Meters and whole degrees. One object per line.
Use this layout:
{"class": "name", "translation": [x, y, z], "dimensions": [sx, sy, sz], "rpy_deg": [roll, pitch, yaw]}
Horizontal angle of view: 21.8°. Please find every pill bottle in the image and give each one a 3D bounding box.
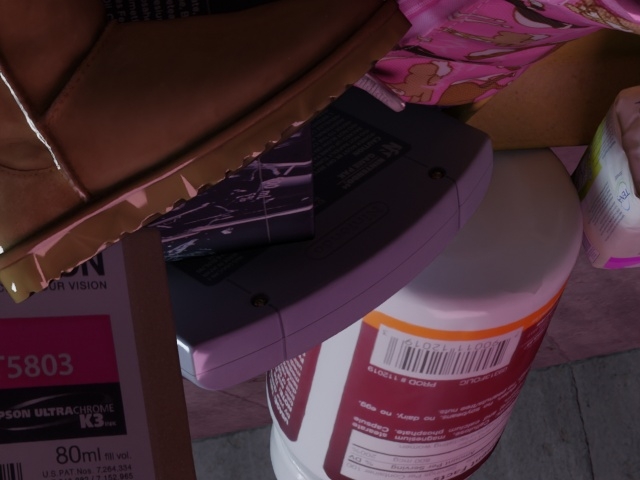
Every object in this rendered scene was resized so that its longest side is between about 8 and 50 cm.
{"class": "pill bottle", "translation": [0.073, 0.084, 1.442], "dimensions": [0.224, 0.224, 0.392], "rpy_deg": [-6, 143, -15]}

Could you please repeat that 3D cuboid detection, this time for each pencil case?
{"class": "pencil case", "translation": [0.098, -0.155, 0.798], "dimensions": [0.160, 0.167, 0.386], "rpy_deg": [9, 176, -12]}

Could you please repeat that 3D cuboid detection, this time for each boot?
{"class": "boot", "translation": [-0.125, -0.135, 0.731], "dimensions": [0.236, 0.269, 0.089], "rpy_deg": [-32, -171, 6]}

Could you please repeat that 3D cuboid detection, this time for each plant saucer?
{"class": "plant saucer", "translation": [0.276, -0.162, 1.211], "dimensions": [0.333, 0.081, 0.333], "rpy_deg": [-4, 165, -20]}

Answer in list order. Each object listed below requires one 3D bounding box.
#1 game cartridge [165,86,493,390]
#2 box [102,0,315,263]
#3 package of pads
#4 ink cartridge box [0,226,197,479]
{"class": "game cartridge", "translation": [-0.026, -0.014, 1.181], "dimensions": [0.297, 0.198, 0.062], "rpy_deg": [-35, 141, -30]}
{"class": "box", "translation": [-0.169, -0.098, 0.971], "dimensions": [0.312, 0.179, 0.343], "rpy_deg": [-10, 166, -2]}
{"class": "package of pads", "translation": [0.354, -0.062, 1.281], "dimensions": [0.296, 0.101, 0.229], "rpy_deg": [-10, 166, -2]}
{"class": "ink cartridge box", "translation": [-0.197, 0.095, 0.946], "dimensions": [0.234, 0.193, 0.088], "rpy_deg": [-3, 162, -26]}
